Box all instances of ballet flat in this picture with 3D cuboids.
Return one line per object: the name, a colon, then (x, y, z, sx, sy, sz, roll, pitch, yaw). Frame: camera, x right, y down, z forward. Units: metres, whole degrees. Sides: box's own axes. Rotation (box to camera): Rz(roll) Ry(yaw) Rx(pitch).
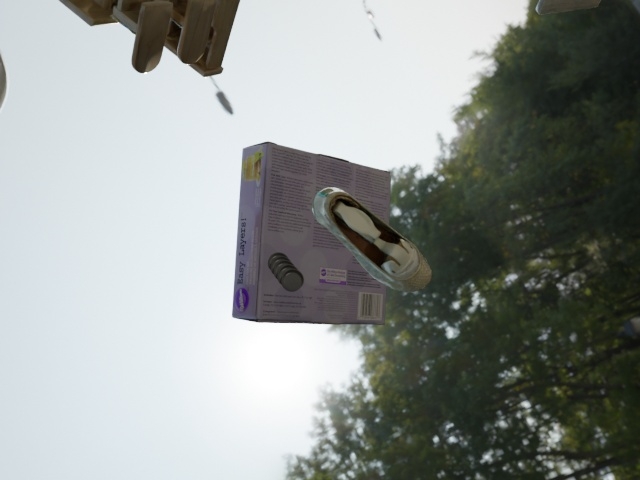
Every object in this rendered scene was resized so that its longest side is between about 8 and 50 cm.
ballet flat: (0.060, 0.005, 0.716, 0.168, 0.057, 0.052, 36, 172, -17)

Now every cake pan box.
cake pan box: (0.000, 0.000, 0.987, 0.267, 0.070, 0.245, 6, -95, -42)

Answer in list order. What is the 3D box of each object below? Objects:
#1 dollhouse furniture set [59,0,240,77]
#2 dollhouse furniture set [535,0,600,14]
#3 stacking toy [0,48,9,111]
dollhouse furniture set: (-0.234, -0.305, 0.914, 0.212, 0.161, 0.242, 40, -140, 19)
dollhouse furniture set: (0.275, -0.363, 0.725, 0.129, 0.129, 0.183, -12, -120, -13)
stacking toy: (-0.508, -0.052, 0.776, 0.351, 0.480, 0.350, 43, -163, -16)
